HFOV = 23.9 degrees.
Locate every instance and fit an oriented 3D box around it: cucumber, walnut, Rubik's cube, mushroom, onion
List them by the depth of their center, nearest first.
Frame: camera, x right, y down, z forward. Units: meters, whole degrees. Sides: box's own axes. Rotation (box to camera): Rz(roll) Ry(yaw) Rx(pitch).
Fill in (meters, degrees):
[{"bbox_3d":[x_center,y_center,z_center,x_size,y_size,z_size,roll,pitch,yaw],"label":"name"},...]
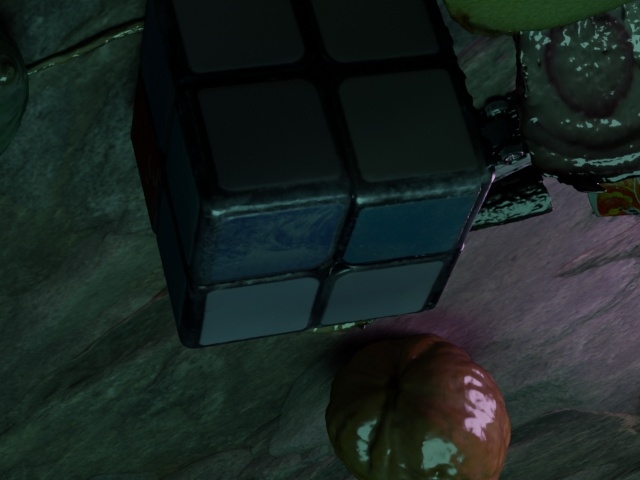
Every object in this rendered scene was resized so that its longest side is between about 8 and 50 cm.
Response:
[{"bbox_3d":[-0.023,-0.097,1.664,0.313,0.316,0.318,-8,151,-15],"label":"Rubik's cube"},{"bbox_3d":[0.339,-0.221,1.687,0.280,0.314,0.146,-7,-172,3],"label":"onion"},{"bbox_3d":[-0.275,-0.213,1.697,0.286,0.028,0.026,-16,109,9],"label":"mushroom"},{"bbox_3d":[0.202,-0.046,2.116,0.241,0.074,0.074,-14,152,12],"label":"cucumber"},{"bbox_3d":[0.172,0.318,2.555,0.306,0.306,0.344,-19,149,16],"label":"walnut"}]

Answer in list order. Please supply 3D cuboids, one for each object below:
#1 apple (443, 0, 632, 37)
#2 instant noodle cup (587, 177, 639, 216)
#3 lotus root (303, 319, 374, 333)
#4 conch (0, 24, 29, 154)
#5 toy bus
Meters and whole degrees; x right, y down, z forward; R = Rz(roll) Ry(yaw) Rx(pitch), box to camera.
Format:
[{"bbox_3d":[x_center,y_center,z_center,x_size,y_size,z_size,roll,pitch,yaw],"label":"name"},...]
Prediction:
[{"bbox_3d":[0.253,-0.316,1.491,0.346,0.179,0.254,-18,117,-10],"label":"apple"},{"bbox_3d":[0.417,-0.145,1.839,0.200,0.264,0.264,-8,154,15],"label":"instant noodle cup"},{"bbox_3d":[0.017,-0.004,2.051,0.260,0.149,0.267,15,137,-34],"label":"lotus root"},{"bbox_3d":[-0.414,-0.161,1.604,0.277,0.195,0.220,0,132,38],"label":"conch"},{"bbox_3d":[0.204,-0.112,1.981,0.194,0.087,0.089,-27,158,26],"label":"toy bus"}]
